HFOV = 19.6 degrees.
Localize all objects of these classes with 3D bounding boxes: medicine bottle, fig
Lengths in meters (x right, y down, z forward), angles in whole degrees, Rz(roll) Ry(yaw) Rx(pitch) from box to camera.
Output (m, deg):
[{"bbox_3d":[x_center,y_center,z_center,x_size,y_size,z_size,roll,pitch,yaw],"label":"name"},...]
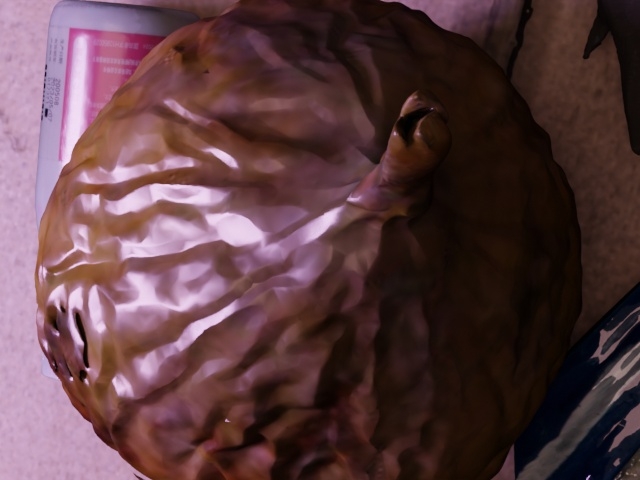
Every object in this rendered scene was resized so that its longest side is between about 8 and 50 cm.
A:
[{"bbox_3d":[-0.120,-0.027,1.070,0.090,0.090,0.217,7,95,16],"label":"medicine bottle"},{"bbox_3d":[0.000,0.000,0.874,0.286,0.369,0.286,1,81,-4],"label":"fig"}]

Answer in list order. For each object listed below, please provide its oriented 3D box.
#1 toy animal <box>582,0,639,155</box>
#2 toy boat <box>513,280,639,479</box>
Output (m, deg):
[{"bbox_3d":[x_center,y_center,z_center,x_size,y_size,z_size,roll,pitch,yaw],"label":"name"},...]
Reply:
[{"bbox_3d":[0.250,-0.121,0.943,0.245,0.114,0.146,-3,92,16],"label":"toy animal"},{"bbox_3d":[0.248,0.123,0.984,0.291,0.070,0.210,20,103,11],"label":"toy boat"}]
